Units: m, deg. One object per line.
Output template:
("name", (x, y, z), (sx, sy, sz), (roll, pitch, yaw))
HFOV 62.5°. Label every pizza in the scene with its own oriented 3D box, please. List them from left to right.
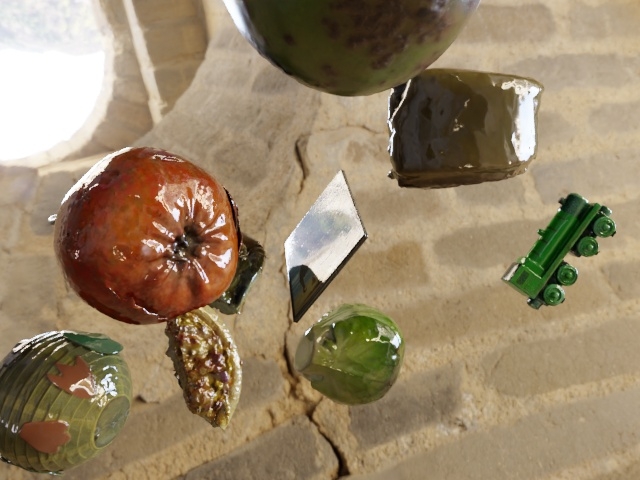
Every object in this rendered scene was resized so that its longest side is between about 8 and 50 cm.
("pizza", (-0.198, 0.206, 0.911), (0.127, 0.246, 0.058), (-5, 171, -24))

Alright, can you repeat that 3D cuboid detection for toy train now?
("toy train", (0.478, 0.019, 1.062), (0.119, 0.251, 0.085), (35, 180, -2))

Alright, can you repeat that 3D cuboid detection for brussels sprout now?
("brussels sprout", (0.063, 0.260, 1.201), (0.272, 0.219, 0.210), (9, -168, -34))

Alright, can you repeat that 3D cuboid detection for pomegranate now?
("pomegranate", (-0.007, -0.191, 0.326), (0.248, 0.202, 0.202), (-21, -150, -37))

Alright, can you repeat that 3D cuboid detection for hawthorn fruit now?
("hawthorn fruit", (-0.290, 0.002, 0.832), (0.308, 0.275, 0.276), (-9, -158, 40))

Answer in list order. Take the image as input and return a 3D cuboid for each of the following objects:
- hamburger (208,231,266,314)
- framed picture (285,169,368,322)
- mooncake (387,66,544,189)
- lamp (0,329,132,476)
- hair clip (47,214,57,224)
("hamburger", (-0.267, 0.053, 1.375), (0.309, 0.132, 0.211), (20, -116, 35))
("framed picture", (0.000, 0.000, 1.240), (0.016, 0.265, 0.347), (29, -157, -21))
("mooncake", (0.251, -0.238, 1.103), (0.394, 0.246, 0.393), (-15, -159, -41))
("lamp", (-0.481, 0.270, 0.945), (0.285, 0.250, 0.250), (17, -144, 19))
("hair clip", (-0.518, -0.039, 1.251), (0.282, 0.113, 0.172), (-15, 177, 22))
